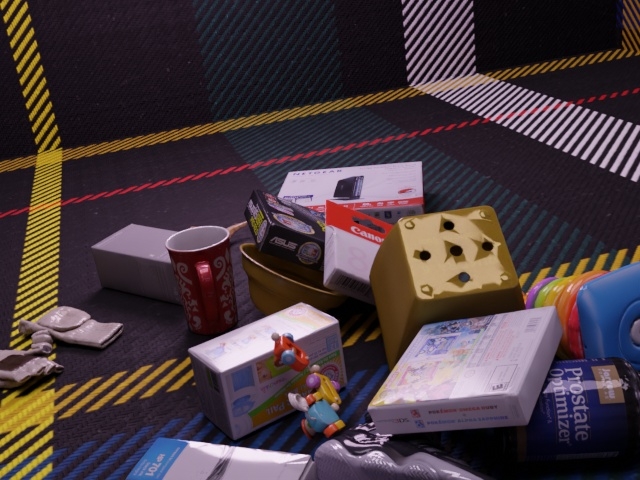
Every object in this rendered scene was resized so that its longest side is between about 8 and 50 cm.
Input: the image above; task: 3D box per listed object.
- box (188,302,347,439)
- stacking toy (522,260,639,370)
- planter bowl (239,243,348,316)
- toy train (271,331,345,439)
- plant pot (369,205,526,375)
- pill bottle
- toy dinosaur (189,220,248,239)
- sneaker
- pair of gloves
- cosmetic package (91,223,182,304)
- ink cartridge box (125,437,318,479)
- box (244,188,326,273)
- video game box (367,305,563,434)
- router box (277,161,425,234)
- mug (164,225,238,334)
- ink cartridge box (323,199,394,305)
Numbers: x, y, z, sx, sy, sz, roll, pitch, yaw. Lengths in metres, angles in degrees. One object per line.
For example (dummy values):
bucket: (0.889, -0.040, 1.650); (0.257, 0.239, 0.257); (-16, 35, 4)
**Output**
box: (-0.073, 0.187, 1.186); (0.203, 0.114, 0.103); (-21, 24, -29)
stacking toy: (0.372, 0.115, 1.224); (0.165, 0.175, 0.302); (-17, 10, -24)
planter bowl: (-0.055, 0.089, 1.407); (0.217, 0.090, 0.217); (21, 9, -3)
toy train: (-0.026, 0.198, 1.065); (0.046, 0.125, 0.166); (-44, 23, 15)
plant pot: (0.193, 0.067, 1.191); (0.212, 0.187, 0.212); (-8, 54, -3)
pill bottle: (0.327, 0.208, 1.001); (0.219, 0.123, 0.123); (-5, 22, 6)
toy dinosaur: (-0.226, -0.001, 1.787); (0.112, 0.064, 0.211); (19, 39, 15)
sneaker: (0.135, 0.259, 0.961); (0.268, 0.101, 0.153); (6, 28, 34)
pair of gloves: (-0.496, 0.182, 1.426); (0.204, 0.042, 0.240); (8, 26, 33)
cosmetic package: (-0.333, 0.045, 1.630); (0.237, 0.107, 0.127); (11, 31, 30)
ink cartridge box: (-0.101, 0.302, 0.879); (0.190, 0.140, 0.082); (2, 23, 21)
box: (0.000, 0.000, 1.526); (0.270, 0.060, 0.216); (19, 14, -18)
video game box: (0.179, 0.155, 0.973); (0.187, 0.048, 0.205); (-10, 18, 32)
router box: (0.071, -0.086, 1.850); (0.335, 0.082, 0.301); (-4, 22, 8)
mug: (-0.210, 0.080, 1.416); (0.113, 0.169, 0.150); (0, 24, 16)
ink cartridge box: (0.098, 0.017, 1.420); (0.189, 0.066, 0.232); (21, 43, -17)
